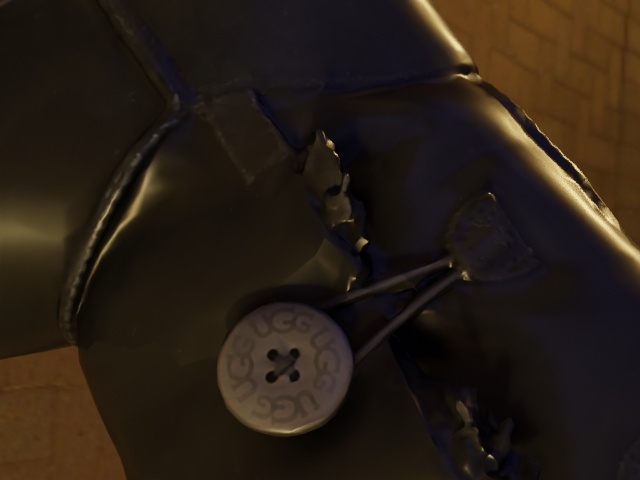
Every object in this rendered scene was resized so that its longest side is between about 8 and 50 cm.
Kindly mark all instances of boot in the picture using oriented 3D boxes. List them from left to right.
[{"bbox_3d":[-0.038,0.109,0.382,0.445,0.367,0.146,58,11,13],"label":"boot"}]
